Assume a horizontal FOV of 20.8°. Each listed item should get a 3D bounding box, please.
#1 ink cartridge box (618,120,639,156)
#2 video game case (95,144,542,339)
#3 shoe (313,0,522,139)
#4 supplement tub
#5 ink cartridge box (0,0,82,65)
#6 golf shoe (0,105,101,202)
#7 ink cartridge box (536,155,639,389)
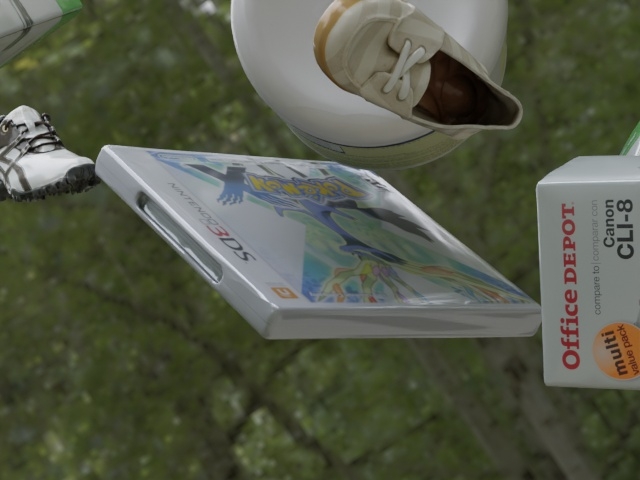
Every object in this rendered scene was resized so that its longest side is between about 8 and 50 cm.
[{"bbox_3d":[0.279,0.009,1.316,0.208,0.153,0.087,-59,-3,-44],"label":"ink cartridge box"},{"bbox_3d":[0.000,0.000,1.615,0.329,0.300,0.036,3,-62,-41],"label":"video game case"},{"bbox_3d":[0.074,-0.122,1.247,0.219,0.058,0.076,19,-84,-54],"label":"shoe"},{"bbox_3d":[0.053,-0.187,1.601,0.235,0.235,0.325,-33,-6,3],"label":"supplement tub"},{"bbox_3d":[-0.324,-0.152,1.303,0.211,0.121,0.289,-32,7,11],"label":"ink cartridge box"},{"bbox_3d":[-0.284,-0.086,1.714,0.077,0.093,0.198,-11,9,-38],"label":"golf shoe"},{"bbox_3d":[0.226,0.017,1.040,0.176,0.128,0.127,0,9,21],"label":"ink cartridge box"}]
